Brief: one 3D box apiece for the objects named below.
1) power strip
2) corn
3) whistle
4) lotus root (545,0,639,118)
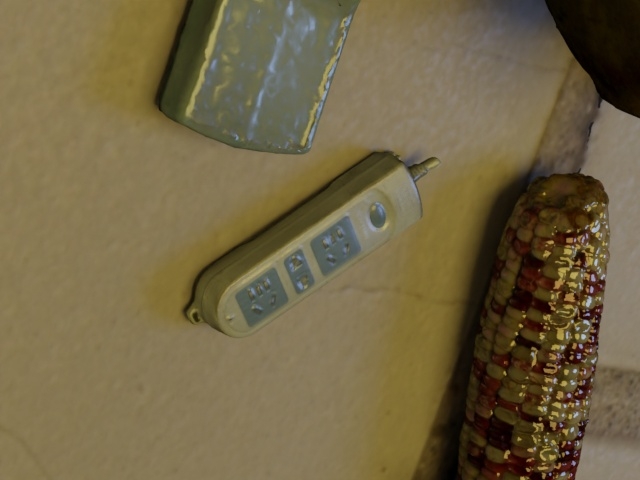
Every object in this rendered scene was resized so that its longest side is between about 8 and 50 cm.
[{"bbox_3d":[0.000,0.000,1.083,0.191,0.030,0.048,-34,126,-18],"label":"power strip"},{"bbox_3d":[0.145,0.078,1.182,0.086,0.086,0.253,-5,112,-33],"label":"corn"},{"bbox_3d":[0.024,-0.173,0.947,0.163,0.163,0.290,11,102,-37],"label":"whistle"},{"bbox_3d":[0.236,-0.241,1.008,0.250,0.250,0.346,-3,110,-34],"label":"lotus root"}]
